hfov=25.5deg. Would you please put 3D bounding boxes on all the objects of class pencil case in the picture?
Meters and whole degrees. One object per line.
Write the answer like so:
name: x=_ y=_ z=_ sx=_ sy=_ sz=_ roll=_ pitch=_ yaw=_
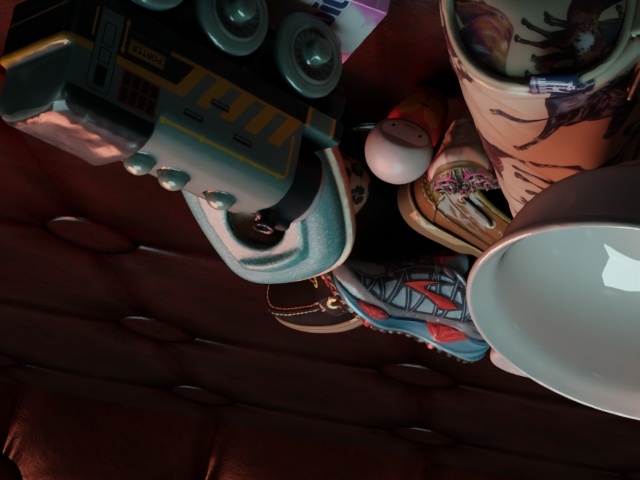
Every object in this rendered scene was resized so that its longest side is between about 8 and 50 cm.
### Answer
pencil case: x=0.231 y=-0.114 z=1.278 sx=0.183 sy=0.160 sz=0.410 roll=25 pitch=166 yaw=25

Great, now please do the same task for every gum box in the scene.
gum box: x=-0.011 y=-0.217 z=1.288 sx=0.107 sy=0.062 sz=0.188 roll=17 pitch=160 yaw=-14

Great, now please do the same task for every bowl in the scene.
bowl: x=0.280 y=0.026 z=1.188 sx=0.298 sy=0.134 sz=0.298 roll=15 pitch=149 yaw=9

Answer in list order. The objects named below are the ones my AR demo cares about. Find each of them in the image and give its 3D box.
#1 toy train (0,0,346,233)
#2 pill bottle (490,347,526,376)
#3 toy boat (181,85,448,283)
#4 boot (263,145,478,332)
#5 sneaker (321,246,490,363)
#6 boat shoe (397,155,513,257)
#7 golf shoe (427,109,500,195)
toy train: x=-0.115 y=-0.132 z=1.184 sx=0.142 sy=0.190 sz=0.334 roll=-8 pitch=154 yaw=45
pill bottle: x=0.276 y=0.072 z=1.744 sx=0.108 sy=0.180 sz=0.108 roll=11 pitch=161 yaw=4
toy boat: x=-0.018 y=-0.080 z=1.474 sx=0.318 sy=0.148 sz=0.267 roll=-16 pitch=112 yaw=28
boot: x=0.000 y=0.000 z=1.777 sx=0.377 sy=0.138 sz=0.284 roll=-13 pitch=150 yaw=44
sneaker: x=0.114 y=0.044 z=1.649 sx=0.262 sy=0.125 sz=0.104 roll=22 pitch=-160 yaw=-32
boat shoe: x=0.240 y=-0.018 z=1.620 sx=0.307 sy=0.111 sz=0.104 roll=16 pitch=147 yaw=-29
golf shoe: x=0.144 y=-0.090 z=1.438 sx=0.067 sy=0.086 sz=0.186 roll=-9 pitch=180 yaw=13
